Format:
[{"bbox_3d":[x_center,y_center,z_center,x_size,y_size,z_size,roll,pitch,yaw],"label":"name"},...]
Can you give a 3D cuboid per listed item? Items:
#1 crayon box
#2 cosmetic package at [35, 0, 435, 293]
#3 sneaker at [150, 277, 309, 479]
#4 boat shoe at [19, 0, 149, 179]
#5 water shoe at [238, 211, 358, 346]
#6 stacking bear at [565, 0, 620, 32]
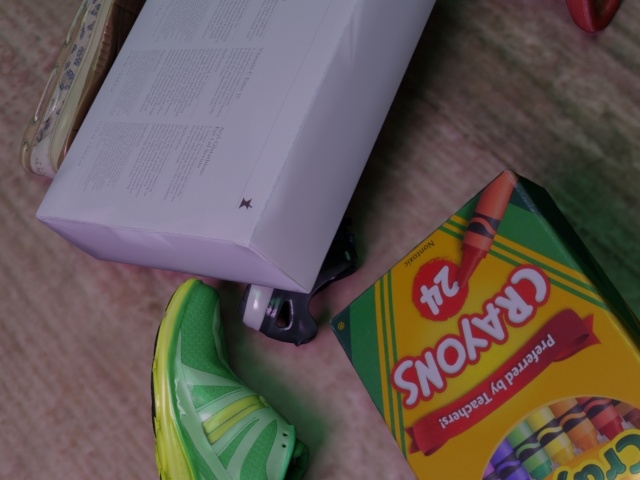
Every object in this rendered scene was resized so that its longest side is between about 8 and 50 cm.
[{"bbox_3d":[0.164,0.129,0.899,0.202,0.081,0.318,-42,59,19],"label":"crayon box"},{"bbox_3d":[-0.065,-0.151,1.080,0.284,0.097,0.377,6,66,44],"label":"cosmetic package"},{"bbox_3d":[-0.076,0.169,0.990,0.123,0.109,0.295,-6,60,-12],"label":"sneaker"},{"bbox_3d":[-0.219,-0.192,1.189,0.089,0.104,0.285,12,72,33],"label":"boat shoe"},{"bbox_3d":[0.000,0.000,1.065,0.080,0.073,0.203,27,74,-1],"label":"water shoe"},{"bbox_3d":[0.162,-0.338,1.123,0.289,0.164,0.175,26,75,30],"label":"stacking bear"}]
